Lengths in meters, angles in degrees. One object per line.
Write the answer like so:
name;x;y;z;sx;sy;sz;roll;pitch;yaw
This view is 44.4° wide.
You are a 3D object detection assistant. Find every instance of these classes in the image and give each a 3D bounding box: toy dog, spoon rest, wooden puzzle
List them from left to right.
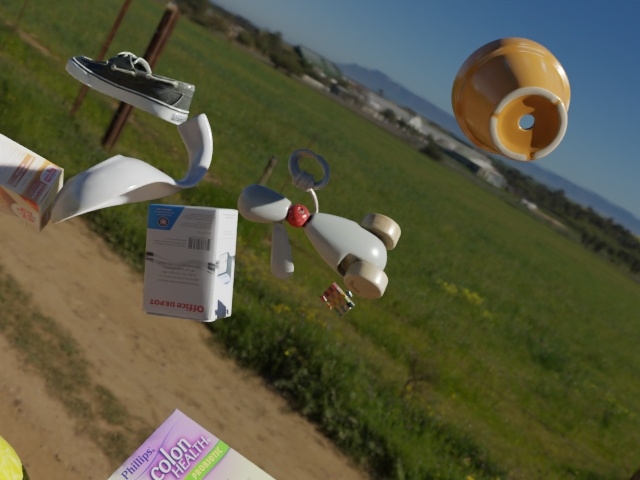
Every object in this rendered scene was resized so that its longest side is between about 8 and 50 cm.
spoon rest;-0.227;-0.080;1.004;0.276;0.137;0.084;-42;109;-50
toy dog;0.000;0.000;1.557;0.333;0.220;0.161;42;-31;10
wooden puzzle;0.028;0.097;1.277;0.006;0.083;0.049;-37;83;-34

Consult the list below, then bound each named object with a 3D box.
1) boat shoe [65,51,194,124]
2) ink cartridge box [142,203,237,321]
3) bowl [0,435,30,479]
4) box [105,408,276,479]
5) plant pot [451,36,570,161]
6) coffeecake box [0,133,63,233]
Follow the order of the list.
boat shoe;-0.285;-0.244;1.184;0.219;0.070;0.078;25;11;15
ink cartridge box;-0.226;0.036;1.361;0.139;0.191;0.082;5;4;20
bowl;-0.388;0.202;0.693;0.289;0.289;0.156;21;55;-35
box;-0.100;0.302;0.655;0.243;0.117;0.213;34;33;8
plant pot;0.339;-0.227;1.349;0.205;0.205;0.188;27;24;-11
coffeecake box;-0.468;-0.100;1.123;0.185;0.068;0.142;30;-23;-9
